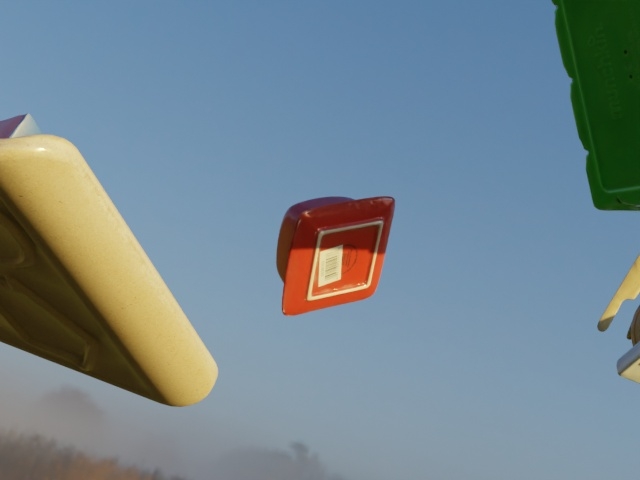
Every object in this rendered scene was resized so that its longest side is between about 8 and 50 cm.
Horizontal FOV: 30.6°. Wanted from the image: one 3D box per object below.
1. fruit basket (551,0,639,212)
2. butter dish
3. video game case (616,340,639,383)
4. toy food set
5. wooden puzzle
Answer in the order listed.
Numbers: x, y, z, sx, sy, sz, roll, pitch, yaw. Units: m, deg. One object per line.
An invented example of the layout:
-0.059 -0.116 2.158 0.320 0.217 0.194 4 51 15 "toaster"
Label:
0.459 -0.216 1.268 0.392 0.392 0.283 27 -19 -30 "fruit basket"
0.000 0.000 1.541 0.160 0.160 0.118 -11 35 -34 "butter dish"
0.405 0.101 1.095 0.173 0.022 0.190 21 -44 -14 "video game case"
0.446 0.113 1.433 0.192 0.132 0.038 33 -8 16 "toy food set"
-0.264 -0.015 0.854 0.348 0.080 0.322 12 -29 23 "wooden puzzle"
